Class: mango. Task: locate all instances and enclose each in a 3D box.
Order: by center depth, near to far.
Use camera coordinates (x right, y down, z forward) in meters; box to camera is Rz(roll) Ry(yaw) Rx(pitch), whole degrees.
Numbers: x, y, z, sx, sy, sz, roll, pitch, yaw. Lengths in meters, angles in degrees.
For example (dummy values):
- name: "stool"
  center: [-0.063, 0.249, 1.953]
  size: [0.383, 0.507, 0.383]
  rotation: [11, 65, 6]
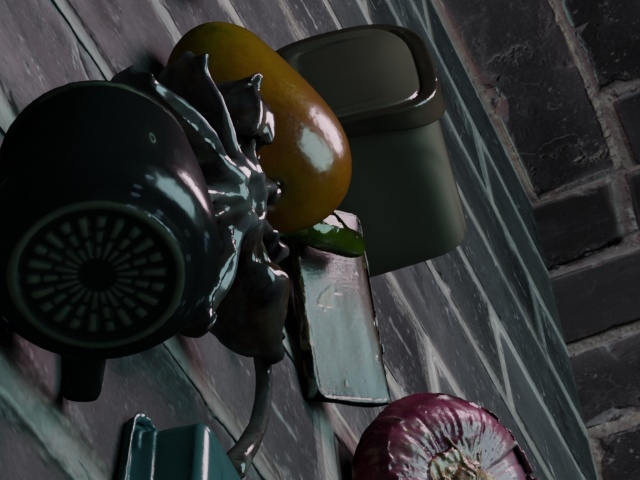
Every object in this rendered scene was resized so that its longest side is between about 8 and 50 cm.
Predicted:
- name: "mango"
  center: [-0.074, -0.118, 1.923]
  size: [0.254, 0.139, 0.175]
  rotation: [52, 19, 24]

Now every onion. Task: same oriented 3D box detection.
- name: "onion"
  center: [0.127, 0.286, 2.151]
  size: [0.163, 0.230, 0.230]
  rotation: [-35, -110, 57]

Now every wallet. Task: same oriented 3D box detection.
- name: "wallet"
  center: [0.014, 0.073, 2.123]
  size: [0.122, 0.031, 0.232]
  rotation: [12, 62, -46]

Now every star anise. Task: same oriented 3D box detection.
- name: "star anise"
  center: [-0.116, -0.012, 1.681]
  size: [0.316, 0.139, 0.359]
  rotation: [52, 36, -33]

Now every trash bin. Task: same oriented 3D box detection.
- name: "trash bin"
  center: [0.060, -0.106, 2.355]
  size: [0.220, 0.219, 0.250]
  rotation: [-97, 169, -55]

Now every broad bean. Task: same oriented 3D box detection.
- name: "broad bean"
  center: [-0.041, 0.004, 2.002]
  size: [0.144, 0.049, 0.292]
  rotation: [50, 25, -2]

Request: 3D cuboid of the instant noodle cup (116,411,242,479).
- name: "instant noodle cup"
  center: [-0.092, 0.227, 1.494]
  size: [0.157, 0.070, 0.179]
  rotation: [-91, 156, -60]

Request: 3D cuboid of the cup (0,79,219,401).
- name: "cup"
  center: [-0.166, 0.003, 1.384]
  size: [0.176, 0.169, 0.223]
  rotation: [-104, -157, -56]

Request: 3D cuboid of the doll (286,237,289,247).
- name: "doll"
  center: [0.000, 0.000, 2.232]
  size: [0.195, 0.070, 0.096]
  rotation: [53, 41, -62]
